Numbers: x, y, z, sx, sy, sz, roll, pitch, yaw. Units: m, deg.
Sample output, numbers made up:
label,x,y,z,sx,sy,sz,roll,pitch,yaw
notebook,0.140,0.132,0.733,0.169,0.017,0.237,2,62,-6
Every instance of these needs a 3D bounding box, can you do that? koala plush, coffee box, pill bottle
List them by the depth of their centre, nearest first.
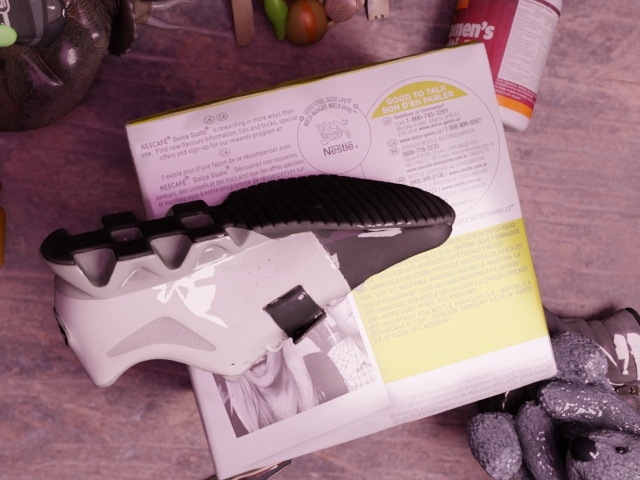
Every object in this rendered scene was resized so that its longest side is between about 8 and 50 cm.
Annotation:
label,x,y,z,sx,sy,sz,roll,pitch,yaw
coffee box,0.000,0.000,1.022,0.338,0.337,0.334,-15,97,-9
koala plush,0.318,0.250,1.079,0.196,0.221,0.203,-47,114,-1
pill bottle,0.217,-0.249,1.156,0.121,0.121,0.221,15,91,-12

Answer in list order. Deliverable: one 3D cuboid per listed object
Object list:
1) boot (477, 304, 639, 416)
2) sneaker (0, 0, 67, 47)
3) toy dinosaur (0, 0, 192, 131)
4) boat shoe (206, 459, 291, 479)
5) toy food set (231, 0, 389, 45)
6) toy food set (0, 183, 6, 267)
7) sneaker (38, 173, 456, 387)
label,x,y,z,sx,sy,sz,roll,pitch,yaw
boot,0.301,0.114,1.220,0.223,0.118,0.338,-14,108,-13
sneaker,-0.313,-0.393,0.977,0.202,0.185,0.482,14,68,-31
toy dinosaur,-0.302,-0.203,1.058,0.160,0.121,0.313,39,82,2
boat shoe,-0.093,0.297,1.176,0.137,0.049,0.043,-27,102,-6
toy food set,-0.010,-0.294,1.129,0.192,0.038,0.132,-14,120,-10
toy food set,-0.469,-0.024,1.052,0.232,0.111,0.104,-5,64,-1
sneaker,-0.048,0.036,0.797,0.331,0.122,0.146,-11,113,-10
